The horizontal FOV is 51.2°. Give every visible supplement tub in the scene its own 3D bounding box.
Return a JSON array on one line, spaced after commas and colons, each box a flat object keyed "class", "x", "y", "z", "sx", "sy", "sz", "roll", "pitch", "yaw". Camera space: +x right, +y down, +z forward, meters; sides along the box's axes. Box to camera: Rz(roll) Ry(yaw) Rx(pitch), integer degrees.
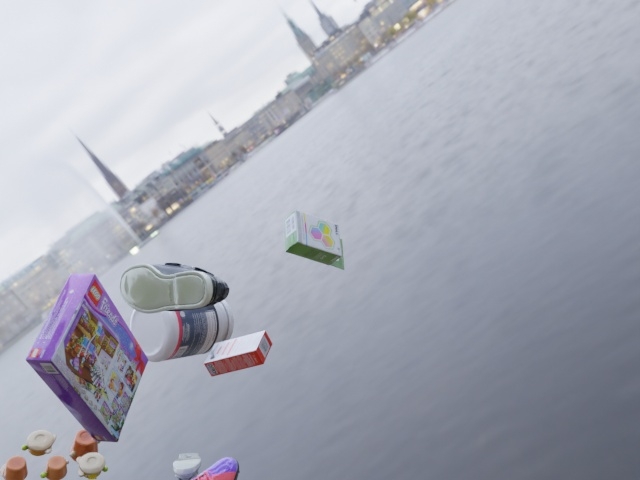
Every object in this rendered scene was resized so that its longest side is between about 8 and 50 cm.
[{"class": "supplement tub", "x": -0.414, "y": 0.255, "z": 2.008, "sx": 0.191, "sy": 0.191, "sz": 0.272, "roll": -32, "pitch": -18, "yaw": 30}]

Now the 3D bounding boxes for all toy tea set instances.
[{"class": "toy tea set", "x": -0.900, "y": 0.751, "z": 2.266, "sx": 0.200, "sy": 0.336, "sz": 0.124, "roll": -114, "pitch": 36, "yaw": -50}]

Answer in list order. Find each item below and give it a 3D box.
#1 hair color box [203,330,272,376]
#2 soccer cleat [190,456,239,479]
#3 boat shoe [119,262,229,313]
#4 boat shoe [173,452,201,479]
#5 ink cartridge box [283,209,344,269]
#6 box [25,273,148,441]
[{"class": "hair color box", "x": -0.223, "y": 0.308, "z": 1.817, "sx": 0.167, "sy": 0.053, "sz": 0.093, "roll": -16, "pitch": 23, "yaw": 21}, {"class": "soccer cleat", "x": -0.352, "y": 0.695, "z": 1.789, "sx": 0.318, "sy": 0.116, "sz": 0.108, "roll": -43, "pitch": 32, "yaw": -20}, {"class": "boat shoe", "x": -0.368, "y": 0.118, "z": 1.687, "sx": 0.340, "sy": 0.127, "sz": 0.113, "roll": -7, "pitch": -6, "yaw": 36}, {"class": "boat shoe", "x": -0.387, "y": 0.678, "z": 1.957, "sx": 0.079, "sy": 0.081, "sz": 0.227, "roll": -2, "pitch": -8, "yaw": -8}, {"class": "ink cartridge box", "x": 0.000, "y": 0.000, "z": 1.864, "sx": 0.062, "sy": 0.209, "sz": 0.109, "roll": -38, "pitch": 45, "yaw": 41}, {"class": "box", "x": -0.442, "y": 0.234, "z": 1.306, "sx": 0.057, "sy": 0.293, "sz": 0.201, "roll": -1, "pitch": 45, "yaw": 13}]
